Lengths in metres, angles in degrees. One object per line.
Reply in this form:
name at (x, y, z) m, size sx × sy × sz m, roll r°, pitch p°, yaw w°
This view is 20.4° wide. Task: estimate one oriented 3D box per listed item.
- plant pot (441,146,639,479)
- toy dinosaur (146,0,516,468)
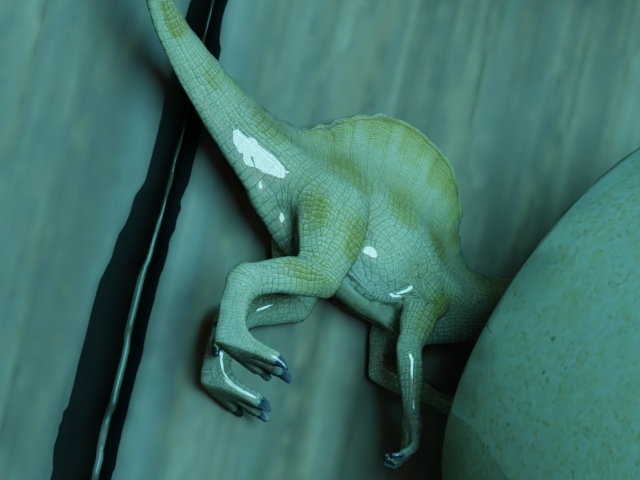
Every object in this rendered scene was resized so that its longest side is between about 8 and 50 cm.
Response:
plant pot at (0.169, 0.090, 0.394) m, size 0.256 × 0.256 × 0.274 m, roll -46°, pitch 56°, yaw -11°
toy dinosaur at (0.000, 0.000, 0.477) m, size 0.183 × 0.053 × 0.092 m, roll 36°, pitch 65°, yaw -19°
